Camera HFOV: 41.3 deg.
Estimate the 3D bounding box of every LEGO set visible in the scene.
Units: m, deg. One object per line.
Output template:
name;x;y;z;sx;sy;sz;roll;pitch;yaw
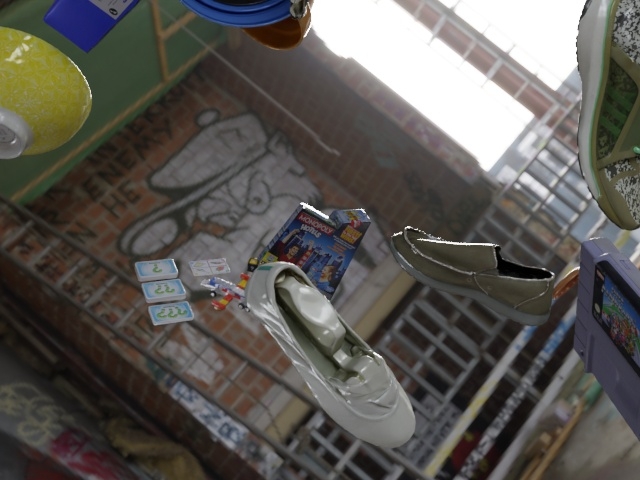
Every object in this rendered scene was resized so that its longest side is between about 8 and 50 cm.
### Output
LEGO set;-0.219;0.075;1.634;0.244;0.182;0.060;-5;-53;-22

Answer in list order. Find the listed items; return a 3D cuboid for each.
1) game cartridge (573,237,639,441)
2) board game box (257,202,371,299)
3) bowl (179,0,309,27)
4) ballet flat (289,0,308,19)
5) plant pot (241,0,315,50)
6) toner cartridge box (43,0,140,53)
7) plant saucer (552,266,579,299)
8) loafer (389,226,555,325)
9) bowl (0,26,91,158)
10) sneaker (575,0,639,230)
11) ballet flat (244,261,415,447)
game cartridge;0.463;0.175;1.228;0.068;0.230;0.355;-14;33;-3
board game box;0.000;0.000;1.729;0.194;0.194;0.060;-51;33;13
bowl;-0.158;-0.643;1.761;0.391;0.391;0.077;-52;30;17
ballet flat;-0.047;-0.496;1.754;0.041;0.041;0.114;-48;-13;-21
plant pot;-0.092;-0.608;2.089;0.188;0.205;0.205;-61;-1;-26
toner cartridge box;-0.239;-0.426;1.155;0.165;0.075;0.347;-21;40;46
plant saucer;0.456;0.077;1.565;0.083;0.013;0.083;-35;-22;-17
loafer;0.222;0.033;1.217;0.094;0.251;0.087;-63;-5;-62
bowl;-0.607;-0.253;1.641;0.289;0.290;0.156;122;162;-53
sneaker;0.527;-0.213;1.384;0.182;0.410;0.158;2;17;39
ballet flat;0.027;0.194;1.434;0.139;0.400;0.139;-42;1;1
